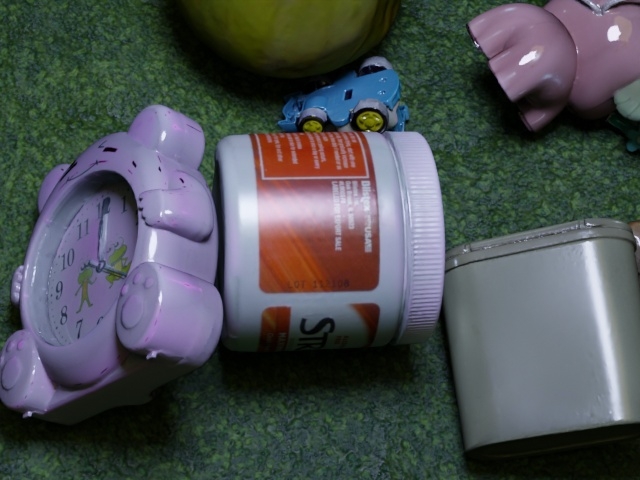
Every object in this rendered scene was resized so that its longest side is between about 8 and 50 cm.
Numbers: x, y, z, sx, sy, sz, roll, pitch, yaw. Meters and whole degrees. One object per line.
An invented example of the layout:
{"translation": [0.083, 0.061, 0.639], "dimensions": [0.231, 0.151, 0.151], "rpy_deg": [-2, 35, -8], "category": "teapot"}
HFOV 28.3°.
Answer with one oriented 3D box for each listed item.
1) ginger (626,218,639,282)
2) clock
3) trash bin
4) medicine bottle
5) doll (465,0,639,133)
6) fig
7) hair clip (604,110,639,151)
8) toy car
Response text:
{"translation": [0.492, 0.067, 1.546], "dimensions": [0.304, 0.155, 0.244], "rpy_deg": [8, 46, 2], "category": "ginger"}
{"translation": [-0.232, 0.025, 1.426], "dimensions": [0.113, 0.295, 0.322], "rpy_deg": [26, 50, -41], "category": "clock"}
{"translation": [0.263, 0.117, 1.488], "dimensions": [0.243, 0.121, 0.247], "rpy_deg": [-11, 67, 16], "category": "trash bin"}
{"translation": [0.000, 0.000, 1.464], "dimensions": [0.241, 0.252, 0.252], "rpy_deg": [-3, 65, -8], "category": "medicine bottle"}
{"translation": [0.354, -0.263, 1.642], "dimensions": [0.268, 0.216, 0.284], "rpy_deg": [-32, 64, 13], "category": "doll"}
{"translation": [-0.037, -0.383, 1.595], "dimensions": [0.343, 0.343, 0.343], "rpy_deg": [3, 64, -6], "category": "fig"}
{"translation": [0.458, -0.121, 1.703], "dimensions": [0.173, 0.049, 0.049], "rpy_deg": [30, 64, 6], "category": "hair clip"}
{"translation": [0.035, -0.157, 1.648], "dimensions": [0.161, 0.098, 0.126], "rpy_deg": [-14, 35, 16], "category": "toy car"}
